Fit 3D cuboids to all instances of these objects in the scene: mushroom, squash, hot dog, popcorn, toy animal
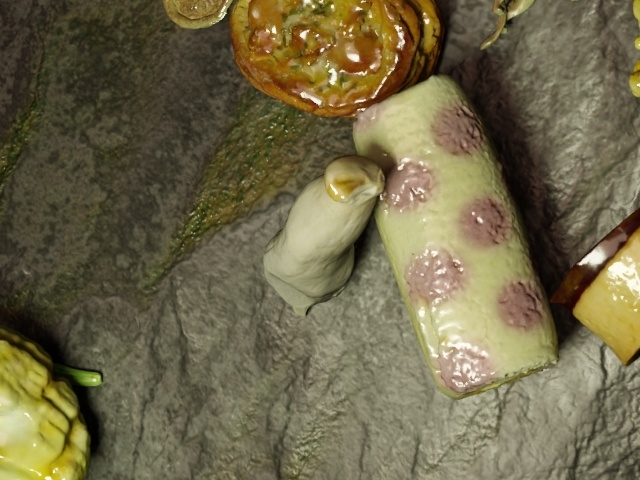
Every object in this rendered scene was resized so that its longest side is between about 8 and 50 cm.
[{"bbox_3d":[-0.002,0.001,1.274,0.109,0.351,0.097,-28,78,-17],"label":"mushroom"},{"bbox_3d":[-0.339,0.186,1.543,0.089,0.027,0.027,9,93,22],"label":"squash"},{"bbox_3d":[0.005,-0.255,1.355,0.272,0.122,0.196,24,105,20],"label":"hot dog"},{"bbox_3d":[-0.464,0.276,1.492,0.294,0.292,0.334,23,80,-14],"label":"popcorn"},{"bbox_3d":[0.258,-0.299,1.280,0.219,0.069,0.086,-49,50,9],"label":"toy animal"}]

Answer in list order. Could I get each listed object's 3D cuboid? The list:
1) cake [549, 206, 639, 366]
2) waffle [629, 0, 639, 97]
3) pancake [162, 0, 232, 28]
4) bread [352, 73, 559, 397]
[{"bbox_3d":[0.368,0.062,1.157,0.208,0.185,0.178,-38,72,6],"label":"cake"},{"bbox_3d":[0.456,-0.201,1.168,0.291,0.051,0.291,-5,70,15],"label":"waffle"},{"bbox_3d":[-0.161,-0.331,1.486,0.115,0.011,0.114,0,90,25],"label":"pancake"},{"bbox_3d":[0.150,0.000,1.254,0.155,0.187,0.338,-20,80,3],"label":"bread"}]
